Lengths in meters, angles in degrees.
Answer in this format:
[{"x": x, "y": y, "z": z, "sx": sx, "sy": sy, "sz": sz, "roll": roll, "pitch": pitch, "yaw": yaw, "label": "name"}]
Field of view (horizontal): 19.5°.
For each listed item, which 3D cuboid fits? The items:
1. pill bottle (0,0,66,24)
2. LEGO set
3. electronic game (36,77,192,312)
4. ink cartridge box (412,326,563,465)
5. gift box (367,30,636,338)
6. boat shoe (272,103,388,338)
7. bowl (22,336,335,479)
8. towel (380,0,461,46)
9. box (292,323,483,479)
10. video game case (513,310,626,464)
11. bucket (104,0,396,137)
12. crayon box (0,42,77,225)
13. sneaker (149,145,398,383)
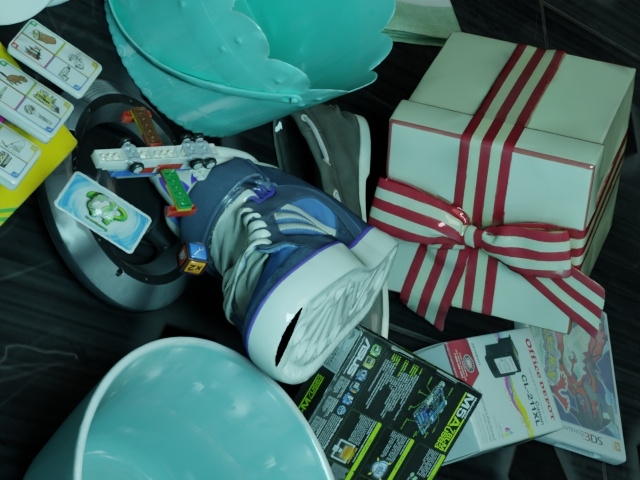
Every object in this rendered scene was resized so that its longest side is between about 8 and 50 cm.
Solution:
[{"x": -0.251, "y": -0.308, "z": 1.707, "sx": 0.160, "sy": 0.160, "sz": 0.283, "roll": 55, "pitch": 27, "yaw": -14, "label": "pill bottle"}, {"x": -0.189, "y": -0.063, "z": 1.593, "sx": 0.244, "sy": 0.060, "sz": 0.182, "roll": 33, "pitch": 42, "yaw": -6, "label": "LEGO set"}, {"x": -0.189, "y": -0.043, "z": 1.769, "sx": 0.229, "sy": 0.048, "sz": 0.229, "roll": 31, "pitch": 51, "yaw": -48, "label": "electronic game"}, {"x": 0.182, "y": 0.172, "z": 2.083, "sx": 0.175, "sy": 0.072, "sz": 0.127, "roll": -7, "pitch": 75, "yaw": -51, "label": "ink cartridge box"}, {"x": 0.210, "y": -0.042, "z": 2.048, "sx": 0.258, "sy": 0.255, "sz": 0.276, "roll": -56, "pitch": 150, "yaw": -51, "label": "gift box"}, {"x": 0.000, "y": 0.000, "z": 1.942, "sx": 0.095, "sy": 0.112, "sz": 0.335, "roll": 14, "pitch": 53, "yaw": -26, "label": "boat shoe"}, {"x": -0.139, "y": 0.252, "z": 1.576, "sx": 0.311, "sy": 0.163, "sz": 0.312, "roll": 28, "pitch": 51, "yaw": -40, "label": "bowl"}, {"x": 0.063, "y": -0.397, "z": 2.280, "sx": 0.248, "sy": 0.038, "sz": 0.325, "roll": -2, "pitch": 72, "yaw": -52, "label": "towel"}, {"x": 0.046, "y": 0.194, "z": 1.842, "sx": 0.184, "sy": 0.045, "sz": 0.191, "roll": 29, "pitch": 91, "yaw": -40, "label": "box"}, {"x": 0.303, "y": 0.161, "z": 2.279, "sx": 0.183, "sy": 0.023, "sz": 0.201, "roll": 21, "pitch": 55, "yaw": -43, "label": "video game case"}, {"x": -0.076, "y": -0.248, "z": 1.907, "sx": 0.281, "sy": 0.183, "sz": 0.281, "roll": 28, "pitch": 50, "yaw": -40, "label": "bucket"}, {"x": -0.405, "y": -0.127, "z": 1.504, "sx": 0.363, "sy": 0.106, "sz": 0.313, "roll": 54, "pitch": 39, "yaw": -16, "label": "crayon box"}, {"x": -0.076, "y": 0.008, "z": 1.701, "sx": 0.236, "sy": 0.130, "sz": 0.323, "roll": 27, "pitch": 18, "yaw": 11, "label": "sneaker"}]
